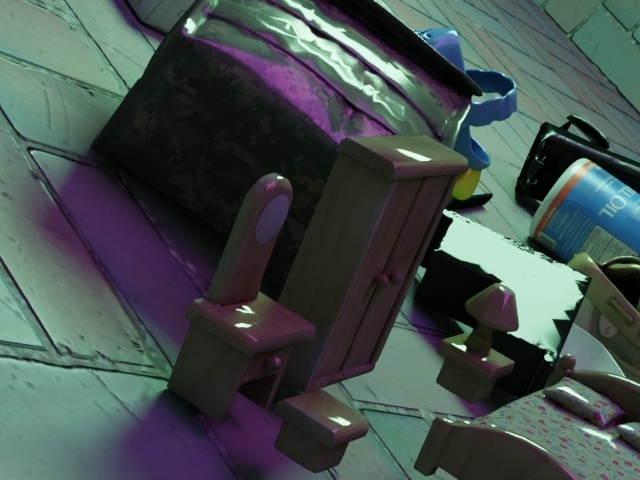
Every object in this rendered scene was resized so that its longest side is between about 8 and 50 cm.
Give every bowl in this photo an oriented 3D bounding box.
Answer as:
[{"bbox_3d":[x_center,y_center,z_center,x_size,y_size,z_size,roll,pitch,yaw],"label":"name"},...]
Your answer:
[{"bbox_3d":[0.248,0.135,1.634,0.142,0.053,0.142,31,21,-38],"label":"bowl"}]

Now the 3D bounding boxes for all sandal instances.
[{"bbox_3d":[0.098,-0.185,1.806,0.317,0.138,0.126,38,17,-33],"label":"sandal"}]

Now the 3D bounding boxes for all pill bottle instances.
[{"bbox_3d":[0.380,0.006,2.062,0.221,0.124,0.124,36,15,14],"label":"pill bottle"}]

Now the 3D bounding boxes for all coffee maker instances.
[{"bbox_3d":[0.357,-0.070,2.216,0.178,0.120,0.171,23,34,2],"label":"coffee maker"}]

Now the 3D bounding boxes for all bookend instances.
[{"bbox_3d":[0.150,0.065,1.520,0.156,0.072,0.157,25,35,6],"label":"bookend"}]

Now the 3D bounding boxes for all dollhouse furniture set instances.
[{"bbox_3d":[0.140,0.085,1.061,0.355,0.174,0.303,30,19,25],"label":"dollhouse furniture set"}]

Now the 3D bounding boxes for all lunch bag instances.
[{"bbox_3d":[-0.007,-0.122,1.333,0.235,0.169,0.287,37,36,-8],"label":"lunch bag"}]

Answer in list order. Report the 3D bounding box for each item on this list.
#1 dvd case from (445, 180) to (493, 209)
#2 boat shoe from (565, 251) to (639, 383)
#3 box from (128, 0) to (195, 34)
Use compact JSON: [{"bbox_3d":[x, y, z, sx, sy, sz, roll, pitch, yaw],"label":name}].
[{"bbox_3d":[0.094,-0.134,1.978,0.253,0.022,0.180,47,17,12],"label":"dvd case"},{"bbox_3d":[0.341,0.082,1.873,0.122,0.110,0.341,51,18,24],"label":"boat shoe"},{"bbox_3d":[-0.162,-0.308,1.740,0.232,0.058,0.322,21,30,-53],"label":"box"}]
